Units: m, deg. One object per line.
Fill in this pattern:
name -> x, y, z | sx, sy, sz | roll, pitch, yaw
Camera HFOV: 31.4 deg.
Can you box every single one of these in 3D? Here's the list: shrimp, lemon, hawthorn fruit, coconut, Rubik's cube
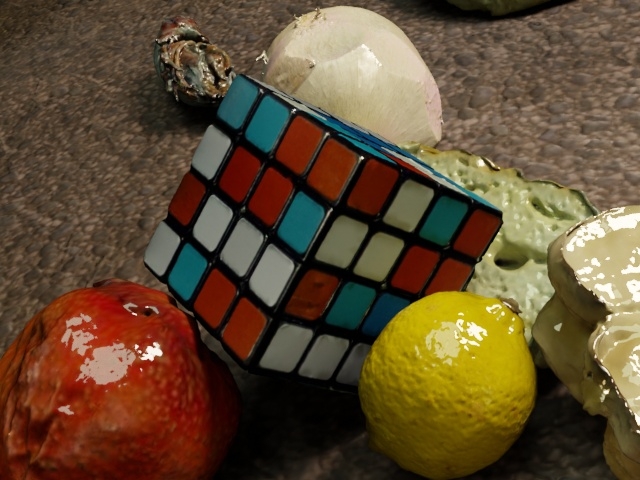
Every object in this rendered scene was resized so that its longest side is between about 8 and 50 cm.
shrimp -> -0.123, -0.176, 1.213 | 0.090, 0.079, 0.233 | 6, 24, -33
lemon -> 0.081, 0.089, 0.712 | 0.133, 0.109, 0.109 | -49, 32, 16
hawthorn fruit -> -0.147, 0.113, 0.759 | 0.179, 0.173, 0.173 | -27, 35, 2
coconut -> 0.021, -0.112, 0.969 | 0.170, 0.171, 0.183 | -16, 24, 6
Rubik's cube -> 0.000, 0.000, 0.774 | 0.151, 0.154, 0.155 | 37, 103, 45

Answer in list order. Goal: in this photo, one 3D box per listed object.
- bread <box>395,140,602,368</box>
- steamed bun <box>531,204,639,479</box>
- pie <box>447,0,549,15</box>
bread -> 0.112, 0.005, 0.835 | 0.232, 0.088, 0.128 | 27, 86, 44
steamed bun -> 0.229, 0.069, 0.685 | 0.192, 0.106, 0.177 | -12, 47, -10
pie -> 0.230, -0.335, 1.263 | 0.277, 0.079, 0.277 | -18, 34, 13
